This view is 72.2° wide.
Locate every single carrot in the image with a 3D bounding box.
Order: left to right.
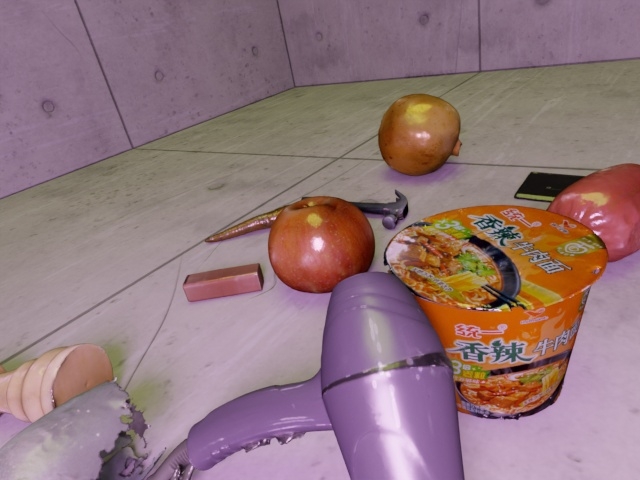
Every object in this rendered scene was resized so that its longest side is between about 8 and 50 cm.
[{"bbox_3d":[-0.160,-0.037,1.065,0.254,0.049,0.049,-17,27,-1],"label":"carrot"}]

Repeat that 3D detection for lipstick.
[{"bbox_3d":[-0.185,0.081,0.843,0.145,0.045,0.045,-9,26,3],"label":"lipstick"}]

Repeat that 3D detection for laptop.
[{"bbox_3d":[0.538,-0.113,0.950,0.197,0.016,0.135,11,36,38],"label":"laptop"}]

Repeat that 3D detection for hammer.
[{"bbox_3d":[0.074,-0.084,1.061,0.289,0.037,0.137,8,33,33],"label":"hammer"}]

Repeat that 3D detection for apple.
[{"bbox_3d":[0.000,0.000,0.793,0.200,0.162,0.201,-11,28,6],"label":"apple"}]

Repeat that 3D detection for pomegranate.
[{"bbox_3d":[0.261,-0.283,1.179,0.232,0.233,0.233,-9,27,5],"label":"pomegranate"}]

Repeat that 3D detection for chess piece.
[{"bbox_3d":[-0.508,0.226,0.632,0.396,0.117,0.117,-9,27,10],"label":"chess piece"}]

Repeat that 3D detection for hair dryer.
[{"bbox_3d":[-0.032,0.220,0.422,0.360,0.121,0.302,-24,58,25],"label":"hair dryer"}]

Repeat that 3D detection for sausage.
[{"bbox_3d":[0.472,-0.048,0.717,0.254,0.148,0.148,-25,30,-25],"label":"sausage"}]

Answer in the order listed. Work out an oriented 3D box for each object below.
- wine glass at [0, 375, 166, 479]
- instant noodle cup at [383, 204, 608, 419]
[{"bbox_3d":[-0.306,0.277,0.412,0.143,0.144,0.321,8,33,34],"label":"wine glass"},{"bbox_3d":[0.200,0.083,0.528,0.229,0.183,0.230,-9,27,5],"label":"instant noodle cup"}]
